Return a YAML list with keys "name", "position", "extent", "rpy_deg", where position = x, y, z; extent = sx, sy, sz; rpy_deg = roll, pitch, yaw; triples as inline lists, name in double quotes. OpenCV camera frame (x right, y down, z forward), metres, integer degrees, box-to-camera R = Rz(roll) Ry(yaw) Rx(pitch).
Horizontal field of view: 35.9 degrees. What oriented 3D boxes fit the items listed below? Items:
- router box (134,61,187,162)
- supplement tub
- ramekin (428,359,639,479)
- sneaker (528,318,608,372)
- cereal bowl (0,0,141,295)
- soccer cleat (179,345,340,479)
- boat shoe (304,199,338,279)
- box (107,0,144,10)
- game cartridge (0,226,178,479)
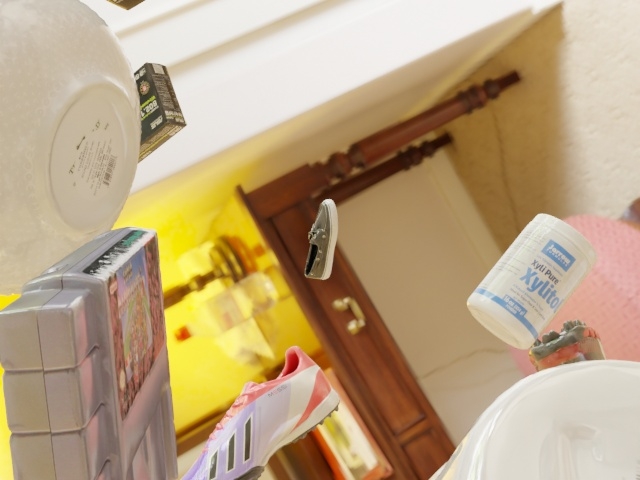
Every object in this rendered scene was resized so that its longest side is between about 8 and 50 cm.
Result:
- name: "router box"
  position: [-0.238, -0.161, 1.293]
  extent: [0.122, 0.038, 0.092]
  rpy_deg: [-33, 71, 33]
- name: "supplement tub"
  position: [0.188, 0.037, 0.881]
  extent: [0.071, 0.107, 0.071]
  rpy_deg: [38, 172, 6]
- name: "ramekin"
  position: [0.190, 0.206, 0.607]
  extent: [0.277, 0.277, 0.135]
  rpy_deg: [49, 145, 30]
- name: "sneaker"
  position: [0.362, 0.199, 1.365]
  extent: [0.276, 0.098, 0.135]
  rpy_deg: [44, -156, -58]
- name: "cereal bowl"
  position: [-0.293, -0.100, 1.037]
  extent: [0.141, 0.339, 0.338]
  rpy_deg: [12, 134, 22]
- name: "soccer cleat"
  position: [-0.108, 0.273, 1.423]
  extent: [0.109, 0.318, 0.116]
  rpy_deg: [-27, 95, 52]
- name: "boat shoe"
  position: [0.000, 0.000, 1.690]
  extent: [0.049, 0.040, 0.142]
  rpy_deg: [-149, 61, -60]
- name: "box"
  position: [-0.180, -0.439, 1.196]
  extent: [0.216, 0.060, 0.269]
  rpy_deg: [-13, 65, 46]
- name: "game cartridge"
  position: [-0.155, 0.117, 0.740]
  extent: [0.355, 0.068, 0.230]
  rpy_deg: [-101, 11, -82]
